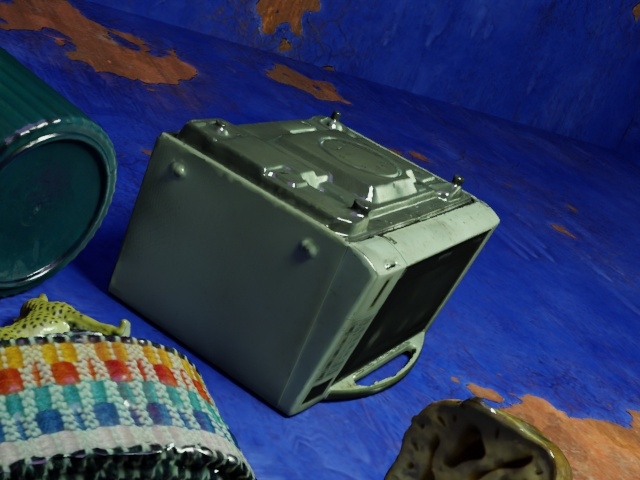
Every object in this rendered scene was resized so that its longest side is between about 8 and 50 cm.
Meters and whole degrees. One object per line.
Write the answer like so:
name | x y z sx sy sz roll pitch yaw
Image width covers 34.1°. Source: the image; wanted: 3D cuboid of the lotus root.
lotus root | 0.172 0.256 0.962 0.199 0.188 0.180 37 11 38

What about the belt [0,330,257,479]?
belt | -0.201 0.174 0.734 0.295 0.206 0.160 -5 36 -25

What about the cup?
cup | -0.415 -0.100 1.127 0.292 0.242 0.308 35 21 24

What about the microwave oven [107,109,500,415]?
microwave oven | 0.000 0.000 1.302 0.333 0.247 0.394 32 23 20

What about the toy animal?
toy animal | -0.286 0.110 1.006 0.136 0.073 0.181 23 31 23
